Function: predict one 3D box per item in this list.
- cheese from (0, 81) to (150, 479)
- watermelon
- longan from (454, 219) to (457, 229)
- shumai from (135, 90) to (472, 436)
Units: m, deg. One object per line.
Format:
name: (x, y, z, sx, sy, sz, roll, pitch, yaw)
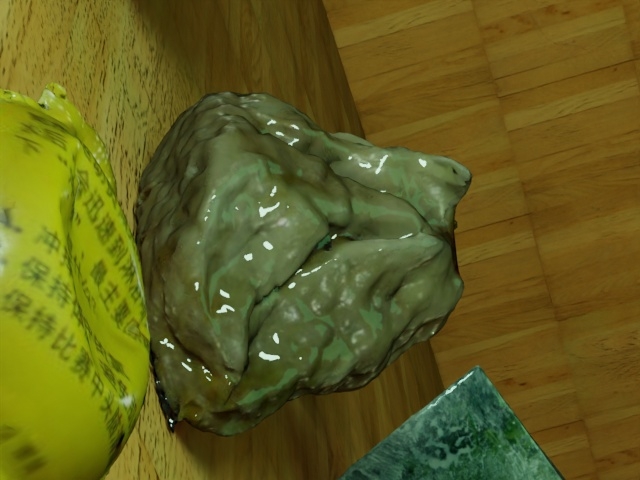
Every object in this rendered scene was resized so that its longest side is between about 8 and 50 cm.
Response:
cheese: (-0.099, 0.050, 0.503, 0.250, 0.064, 0.157, -86, 161, -44)
watermelon: (0.116, 0.231, 1.350, 0.387, 0.228, 0.258, 58, 7, -38)
longan: (0.026, 0.001, 1.234, 0.155, 0.176, 0.145, 53, 32, -32)
shumai: (-0.001, -0.004, 0.919, 0.218, 0.185, 0.184, -73, 147, -78)
